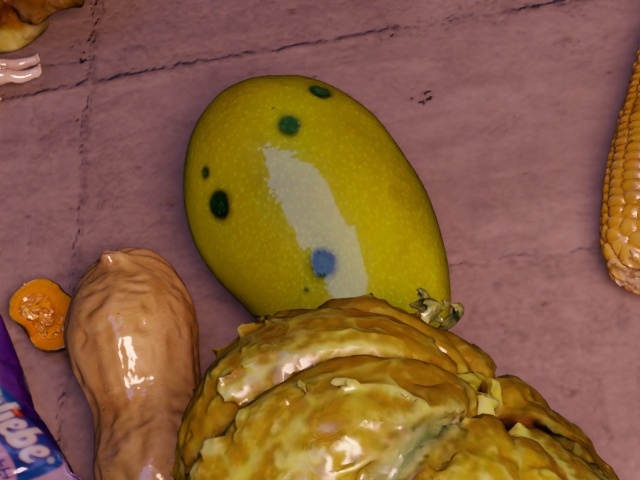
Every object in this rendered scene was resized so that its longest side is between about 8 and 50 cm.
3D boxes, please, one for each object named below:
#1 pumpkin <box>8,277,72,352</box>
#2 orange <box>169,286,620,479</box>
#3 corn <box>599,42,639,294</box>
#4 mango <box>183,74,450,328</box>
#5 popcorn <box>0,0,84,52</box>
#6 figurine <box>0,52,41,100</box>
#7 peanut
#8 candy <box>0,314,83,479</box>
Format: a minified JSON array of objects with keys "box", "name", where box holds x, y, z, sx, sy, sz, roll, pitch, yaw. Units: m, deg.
[{"box":[-0.215,0.064,1.249,0.050,0.028,0.083,-40,56,-11],"name":"pumpkin"},{"box":[0.053,0.177,0.925,0.301,0.300,0.223,40,110,23],"name":"orange"},{"box":[0.274,-0.091,1.161,0.101,0.101,0.292,9,65,22],"name":"corn"},{"box":[0.000,0.000,1.162,0.175,0.143,0.293,-26,64,2],"name":"mango"},{"box":[-0.259,-0.273,1.405,0.198,0.198,0.213,10,88,22],"name":"popcorn"},{"box":[-0.304,-0.143,1.400,0.109,0.047,0.064,-14,48,-3],"name":"figurine"},{"box":[-0.132,0.114,1.144,0.101,0.117,0.263,-31,55,23],"name":"peanut"},{"box":[-0.269,0.156,1.183,0.145,0.070,0.275,-30,51,-11],"name":"candy"}]
